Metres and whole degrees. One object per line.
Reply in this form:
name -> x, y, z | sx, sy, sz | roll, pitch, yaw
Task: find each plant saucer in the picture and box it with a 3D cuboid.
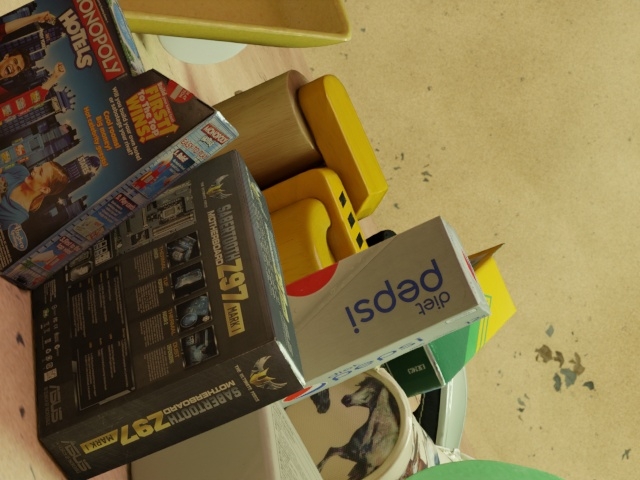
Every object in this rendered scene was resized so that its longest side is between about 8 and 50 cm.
plant saucer -> -0.161, -0.344, 2.101 | 0.332, 0.081, 0.333 | 3, 53, -32

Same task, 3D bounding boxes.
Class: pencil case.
pencil case -> 0.069, 0.259, 2.047 | 0.184, 0.159, 0.410 | -70, 155, -18

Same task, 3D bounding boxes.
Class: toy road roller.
toy road roller -> -0.043, -0.016, 2.044 | 0.330, 0.202, 0.240 | 67, 19, 3

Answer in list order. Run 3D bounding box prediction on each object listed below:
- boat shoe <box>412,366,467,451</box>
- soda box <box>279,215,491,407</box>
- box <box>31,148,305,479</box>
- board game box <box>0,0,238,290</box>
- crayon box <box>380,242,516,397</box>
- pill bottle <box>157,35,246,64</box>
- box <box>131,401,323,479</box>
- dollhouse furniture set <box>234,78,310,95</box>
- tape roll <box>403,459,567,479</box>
boat shoe -> 0.128, 0.274, 2.316 | 0.114, 0.091, 0.303 | -38, 135, -63
soda box -> 0.011, 0.081, 1.751 | 0.091, 0.286, 0.098 | 31, 36, -75
box -> -0.118, 0.051, 1.351 | 0.233, 0.183, 0.059 | -105, 169, -51
board game box -> -0.171, -0.091, 1.370 | 0.060, 0.194, 0.194 | 45, 23, -70
crayon box -> 0.105, 0.115, 2.226 | 0.083, 0.203, 0.323 | 65, 29, -7
pill bottle -> -0.165, -0.359, 2.305 | 0.302, 0.169, 0.169 | -106, 169, -46
box -> -0.058, 0.257, 1.376 | 0.311, 0.121, 0.148 | -101, 165, -59
dollhouse furniture set -> 0.000, 0.000, 2.347 | 0.355, 0.173, 0.303 | -103, 167, -54
tape roll -> 0.195, 0.355, 1.833 | 0.321, 0.321, 0.077 | -104, -156, -51
